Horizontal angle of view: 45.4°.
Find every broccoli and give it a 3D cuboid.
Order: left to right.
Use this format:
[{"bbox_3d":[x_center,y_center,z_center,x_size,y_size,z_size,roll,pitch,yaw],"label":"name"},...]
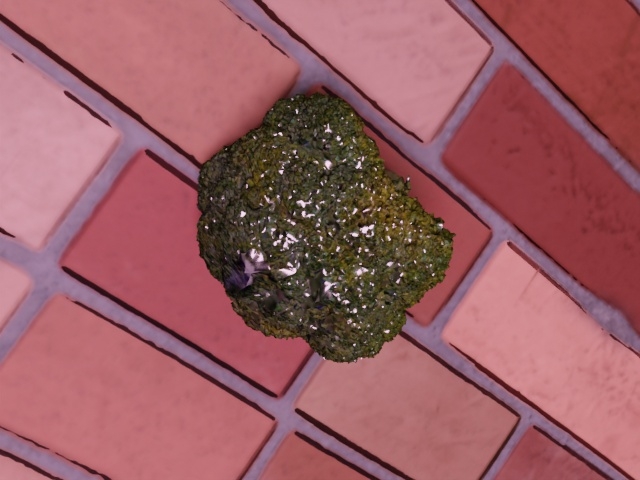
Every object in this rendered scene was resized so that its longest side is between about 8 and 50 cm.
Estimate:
[{"bbox_3d":[0.000,0.000,0.451,0.138,0.146,0.162,-31,94,-48],"label":"broccoli"}]
